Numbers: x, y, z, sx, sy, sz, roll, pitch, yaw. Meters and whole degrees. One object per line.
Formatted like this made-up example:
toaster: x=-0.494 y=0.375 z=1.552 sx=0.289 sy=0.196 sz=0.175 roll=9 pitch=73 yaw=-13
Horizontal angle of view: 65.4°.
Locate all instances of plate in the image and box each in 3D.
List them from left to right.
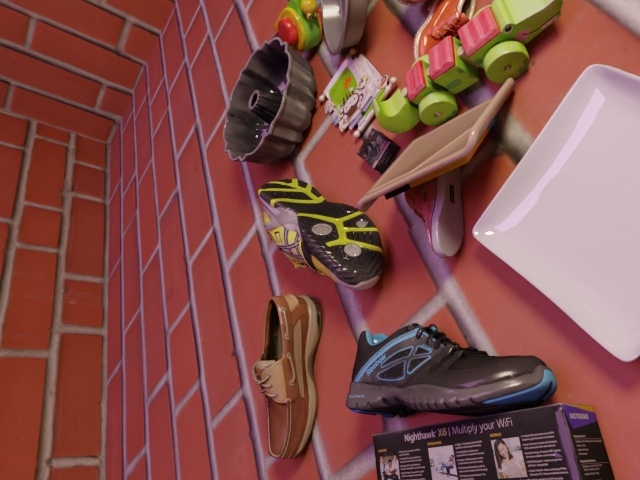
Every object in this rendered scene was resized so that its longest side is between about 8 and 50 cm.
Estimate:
plate: x=0.354 y=-0.045 z=0.602 sx=0.278 sy=0.045 sz=0.277 roll=-60 pitch=37 yaw=19

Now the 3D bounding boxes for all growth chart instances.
growth chart: x=0.073 y=-0.328 z=1.117 sx=0.172 sy=0.021 sz=0.237 roll=-57 pitch=38 yaw=24

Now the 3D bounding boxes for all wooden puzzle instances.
wooden puzzle: x=0.185 y=-0.141 z=0.785 sx=0.238 sy=0.044 sz=0.221 roll=-30 pitch=13 yaw=47

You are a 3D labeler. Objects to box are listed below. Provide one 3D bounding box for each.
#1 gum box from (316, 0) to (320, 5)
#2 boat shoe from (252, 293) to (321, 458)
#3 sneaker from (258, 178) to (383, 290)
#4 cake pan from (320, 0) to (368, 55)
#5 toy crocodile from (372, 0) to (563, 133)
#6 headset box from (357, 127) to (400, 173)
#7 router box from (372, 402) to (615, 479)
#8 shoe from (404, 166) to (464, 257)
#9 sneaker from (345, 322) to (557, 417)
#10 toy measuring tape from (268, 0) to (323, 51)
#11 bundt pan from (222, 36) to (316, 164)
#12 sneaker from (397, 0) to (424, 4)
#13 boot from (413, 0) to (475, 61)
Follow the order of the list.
gum box: x=-0.005 y=-0.747 z=1.367 sx=0.184 sy=0.041 sz=0.157 roll=-58 pitch=38 yaw=23
boat shoe: x=-0.083 y=0.266 z=1.014 sx=0.122 sy=0.120 sz=0.324 roll=-18 pitch=63 yaw=50
sneaker: x=0.000 y=0.000 z=1.025 sx=0.384 sy=0.145 sz=0.147 roll=44 pitch=143 yaw=49
cake pan: x=0.049 y=-0.565 z=1.101 sx=0.293 sy=0.054 sz=0.293 roll=174 pitch=90 yaw=-82
toy crocodile: x=0.227 y=-0.293 z=0.819 sx=0.340 sy=0.105 sz=0.115 roll=-30 pitch=54 yaw=44
headset box: x=0.116 y=-0.176 z=0.989 sx=0.062 sy=0.032 sz=0.083 roll=-59 pitch=36 yaw=20
router box: x=0.208 y=0.351 z=0.618 sx=0.309 sy=0.081 sz=0.243 roll=-31 pitch=53 yaw=44
shoe: x=0.185 y=-0.049 z=0.824 sx=0.081 sy=0.063 sz=0.178 roll=-21 pitch=55 yaw=50
sneaker: x=0.160 y=0.178 z=0.715 sx=0.341 sy=0.125 sz=0.140 roll=-20 pitch=57 yaw=47
toy measuring tape: x=-0.071 y=-0.544 z=1.345 sx=0.330 sy=0.121 sz=0.121 roll=166 pitch=115 yaw=-69
bundt pan: x=-0.124 y=-0.346 z=1.304 sx=0.331 sy=0.124 sz=0.331 roll=-24 pitch=60 yaw=48
sneaker: x=0.237 y=-0.553 z=0.916 sx=0.270 sy=0.090 sz=0.145 roll=-50 pitch=17 yaw=7
boot: x=0.224 y=-0.377 z=0.901 sx=0.084 sy=0.059 sz=0.158 roll=24 pitch=95 yaw=50
